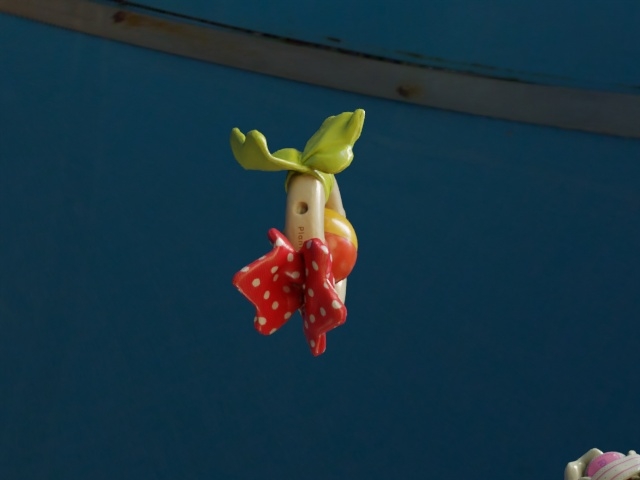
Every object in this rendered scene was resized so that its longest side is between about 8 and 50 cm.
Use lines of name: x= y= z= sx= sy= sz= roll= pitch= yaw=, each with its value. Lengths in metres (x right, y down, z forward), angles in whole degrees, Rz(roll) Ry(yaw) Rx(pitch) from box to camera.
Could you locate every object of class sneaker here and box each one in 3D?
sneaker: x=0.299 y=0.265 z=0.977 sx=0.103 sy=0.252 sz=0.111 roll=-25 pitch=-89 yaw=-14

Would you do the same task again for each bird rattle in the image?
bird rattle: x=0.000 y=0.000 z=1.000 sx=0.143 sy=0.207 sz=0.253 roll=-13 pitch=-117 yaw=9
